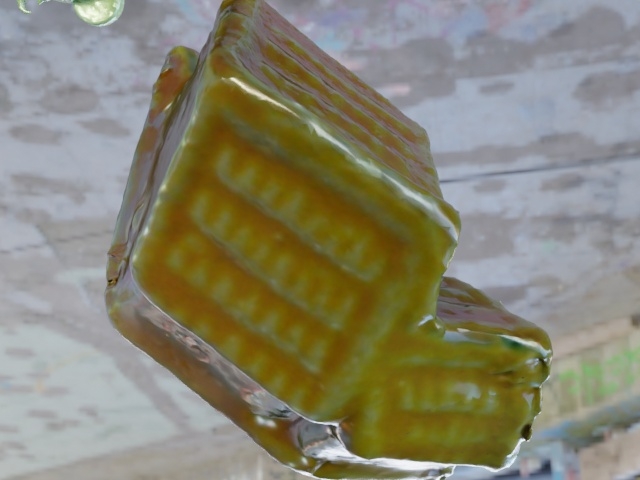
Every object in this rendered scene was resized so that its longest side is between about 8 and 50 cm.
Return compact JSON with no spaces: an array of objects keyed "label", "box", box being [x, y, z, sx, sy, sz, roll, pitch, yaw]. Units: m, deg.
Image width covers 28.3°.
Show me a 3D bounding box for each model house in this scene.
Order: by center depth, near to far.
[{"label":"model house","box":[0.011,0.002,0.628,0.268,0.173,0.239,36,158,-6]}]

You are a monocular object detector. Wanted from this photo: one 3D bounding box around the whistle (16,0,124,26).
[{"label":"whistle","box":[-0.126,-0.237,0.780,0.105,0.227,0.085,32,-172,2]}]
